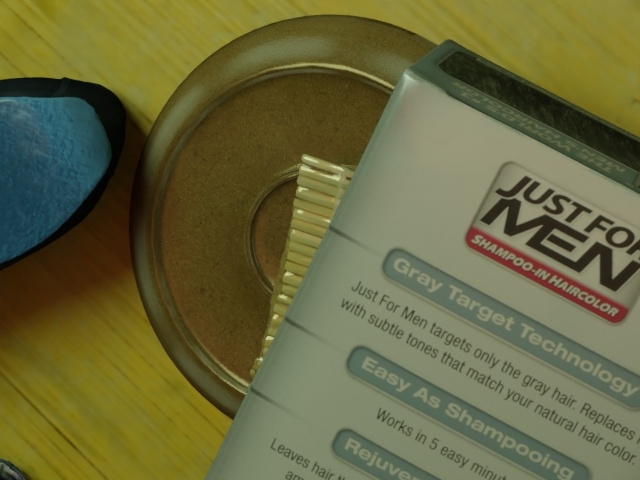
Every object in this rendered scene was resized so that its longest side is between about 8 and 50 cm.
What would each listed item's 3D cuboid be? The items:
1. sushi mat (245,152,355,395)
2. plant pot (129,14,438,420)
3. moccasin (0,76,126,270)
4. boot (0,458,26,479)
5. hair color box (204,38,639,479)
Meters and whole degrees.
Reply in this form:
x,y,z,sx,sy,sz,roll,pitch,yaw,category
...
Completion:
x,y,z,sx,sy,sz,roll,pitch,yaw,category
0.121,0.074,0.871,0.317,0.019,0.151,19,106,10,sushi mat
0.000,0.000,0.926,0.236,0.032,0.236,3,98,20,plant pot
-0.256,-0.002,0.981,0.342,0.117,0.137,-12,104,16,moccasin
-0.167,0.182,0.988,0.190,0.069,0.086,22,106,18,boot
0.050,0.116,0.830,0.185,0.113,0.374,28,109,6,hair color box
